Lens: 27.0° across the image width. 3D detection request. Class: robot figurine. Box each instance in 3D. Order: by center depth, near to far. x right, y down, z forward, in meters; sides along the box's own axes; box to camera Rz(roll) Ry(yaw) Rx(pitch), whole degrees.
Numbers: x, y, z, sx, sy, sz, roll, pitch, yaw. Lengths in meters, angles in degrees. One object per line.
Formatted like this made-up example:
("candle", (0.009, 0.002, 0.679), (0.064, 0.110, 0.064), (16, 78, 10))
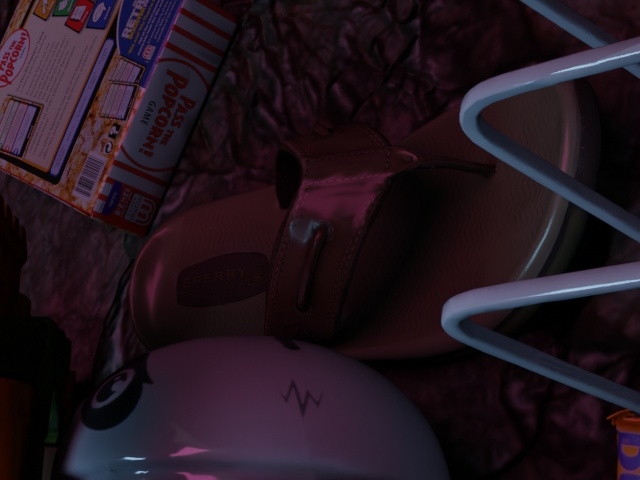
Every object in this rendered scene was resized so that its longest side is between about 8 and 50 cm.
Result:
("robot figurine", (-0.035, 0.174, 0.521), (0.209, 0.173, 0.278), (-9, 66, 29))

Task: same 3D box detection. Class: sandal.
("sandal", (-0.001, 0.002, 0.631), (0.303, 0.086, 0.120), (-20, 59, 38))

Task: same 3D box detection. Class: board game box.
("board game box", (-0.150, -0.098, 0.856), (0.193, 0.045, 0.147), (24, 90, 48))

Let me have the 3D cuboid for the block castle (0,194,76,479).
("block castle", (-0.267, 0.080, 0.583), (0.453, 0.303, 0.213), (123, 151, -78))

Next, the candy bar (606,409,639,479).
("candy bar", (0.123, 0.139, 0.497), (0.040, 0.018, 0.161), (-11, 65, 42))

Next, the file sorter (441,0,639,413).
("file sorter", (0.146, 0.033, 0.396), (0.173, 0.193, 0.278), (-12, 64, 45))
